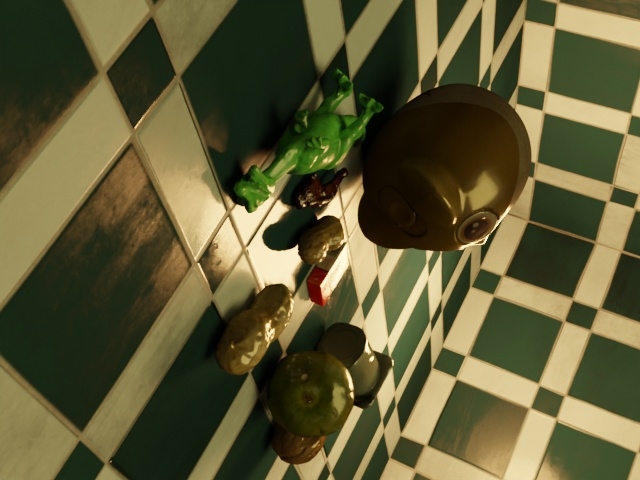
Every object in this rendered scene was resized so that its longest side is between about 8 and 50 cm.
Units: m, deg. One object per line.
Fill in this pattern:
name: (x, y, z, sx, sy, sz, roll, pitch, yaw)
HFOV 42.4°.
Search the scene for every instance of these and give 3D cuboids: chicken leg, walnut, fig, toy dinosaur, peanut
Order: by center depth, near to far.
peanut: (-0.135, 0.187, 1.777, 0.263, 0.101, 0.117, -46, 168, -48)
toy dinosaur: (-0.012, -0.159, 1.782, 0.374, 0.144, 0.500, -51, 167, -8)
chicken leg: (0.001, -0.117, 1.909, 0.205, 0.053, 0.093, -26, 131, -62)
peanut: (0.002, 0.000, 1.969, 0.193, 0.089, 0.089, -44, 147, -51)
fig: (-0.006, 0.394, 2.114, 0.314, 0.233, 0.233, 33, 78, -63)
walnut: (-0.056, 0.528, 2.239, 0.166, 0.149, 0.167, -7, 100, -42)

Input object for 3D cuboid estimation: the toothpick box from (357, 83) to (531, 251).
toothpick box: (0.321, -0.173, 2.152, 0.425, 0.408, 0.409, -42, 147, -35)

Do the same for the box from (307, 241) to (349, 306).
box: (0.021, 0.083, 2.154, 0.152, 0.048, 0.100, -60, 156, -31)

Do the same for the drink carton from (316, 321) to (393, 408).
drink carton: (0.078, 0.351, 2.378, 0.185, 0.191, 0.190, -59, 147, -20)
